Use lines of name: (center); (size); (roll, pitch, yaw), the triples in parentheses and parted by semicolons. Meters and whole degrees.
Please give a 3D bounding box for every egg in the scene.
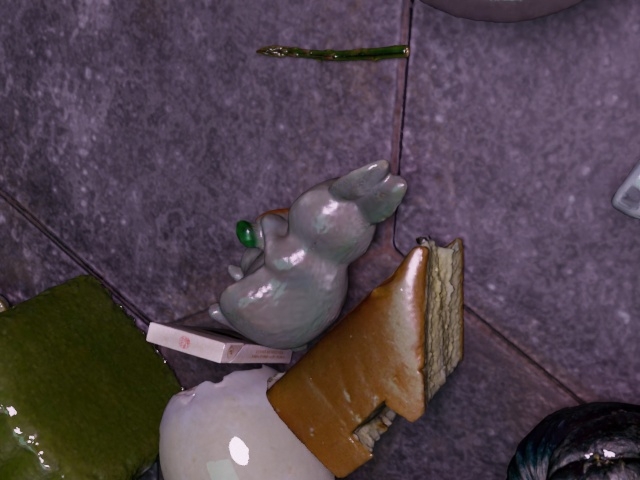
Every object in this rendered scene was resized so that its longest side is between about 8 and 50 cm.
egg: (-0.073, 0.251, 1.027); (0.183, 0.183, 0.217); (-27, 78, 32)

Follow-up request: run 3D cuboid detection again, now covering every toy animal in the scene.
toy animal: (0.002, 0.000, 0.952); (0.251, 0.127, 0.125); (-45, 46, 29)

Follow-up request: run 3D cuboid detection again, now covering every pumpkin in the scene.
pumpkin: (0.253, 0.251, 0.845); (0.162, 0.220, 0.220); (13, 118, -15)

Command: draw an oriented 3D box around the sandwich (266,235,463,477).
sandwich: (0.071, 0.110, 0.944); (0.128, 0.122, 0.236); (48, 121, 7)

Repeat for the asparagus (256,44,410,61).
asparagus: (0.011, -0.185, 0.937); (0.163, 0.016, 0.016); (6, 136, 26)

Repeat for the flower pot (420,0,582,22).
flower pot: (0.158, -0.309, 0.731); (0.269, 0.166, 0.269); (7, 109, 22)

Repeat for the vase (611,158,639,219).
vase: (0.352, 0.002, 0.784); (0.219, 0.096, 0.096); (37, 120, 14)

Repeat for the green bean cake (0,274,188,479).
green bean cake: (-0.299, 0.191, 1.086); (0.156, 0.250, 0.247); (-41, 87, 31)

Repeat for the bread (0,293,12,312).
bread: (-0.452, 0.107, 1.232); (0.103, 0.156, 0.110); (42, 88, 1)

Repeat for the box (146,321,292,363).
box: (-0.103, 0.111, 1.011); (0.090, 0.167, 0.024); (13, 87, 23)
